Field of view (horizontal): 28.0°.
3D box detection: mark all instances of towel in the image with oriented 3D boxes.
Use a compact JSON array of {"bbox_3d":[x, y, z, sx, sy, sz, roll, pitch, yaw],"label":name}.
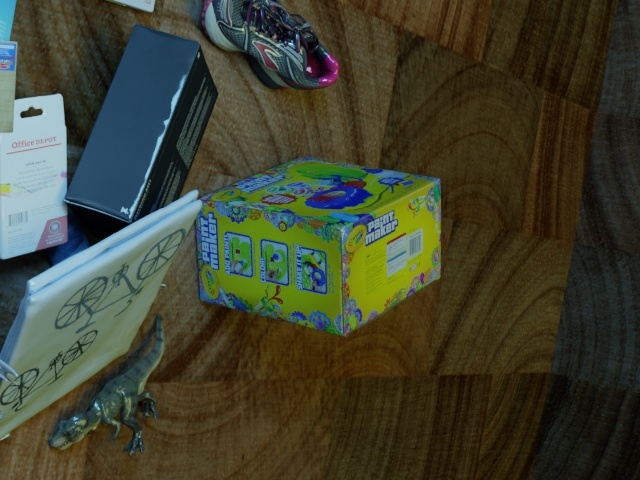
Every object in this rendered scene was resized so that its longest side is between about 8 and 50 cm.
[{"bbox_3d":[-0.340,0.023,1.760,0.067,0.029,0.119,-47,135,-38],"label":"towel"}]

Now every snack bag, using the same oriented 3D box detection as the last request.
[{"bbox_3d":[-0.311,0.107,1.683,0.323,0.037,0.342,-36,162,-47],"label":"snack bag"}]

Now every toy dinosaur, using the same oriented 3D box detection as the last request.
[{"bbox_3d":[-0.282,0.237,1.885,0.268,0.064,0.118,-50,131,-41],"label":"toy dinosaur"}]

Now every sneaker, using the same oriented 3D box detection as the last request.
[{"bbox_3d":[-0.076,-0.327,1.982,0.299,0.112,0.121,32,72,-54],"label":"sneaker"}]

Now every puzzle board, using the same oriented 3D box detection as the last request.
[{"bbox_3d":[-0.360,-0.157,1.304,0.128,0.011,0.096,-8,105,-56],"label":"puzzle board"}]

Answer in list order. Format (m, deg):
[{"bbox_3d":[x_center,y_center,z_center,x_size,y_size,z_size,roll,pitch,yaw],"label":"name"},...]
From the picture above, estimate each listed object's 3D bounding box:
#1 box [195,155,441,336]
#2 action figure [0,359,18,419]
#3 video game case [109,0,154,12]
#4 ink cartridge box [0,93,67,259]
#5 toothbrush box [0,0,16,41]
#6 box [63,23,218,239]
[{"bbox_3d":[0.000,0.000,2.037,0.290,0.279,0.177,-27,121,-51],"label":"box"},{"bbox_3d":[-0.468,0.214,1.504,0.285,0.185,0.099,-67,158,-5],"label":"action figure"},{"bbox_3d":[-0.273,-0.420,1.739,0.173,0.022,0.190,6,94,-57],"label":"video game case"},{"bbox_3d":[-0.384,-0.087,1.629,0.115,0.067,0.198,-18,116,-54],"label":"ink cartridge box"},{"bbox_3d":[-0.454,-0.177,1.364,0.126,0.216,0.295,9,90,-56],"label":"toothbrush box"},{"bbox_3d":[-0.238,-0.132,1.748,0.184,0.103,0.261,86,23,-75],"label":"box"}]
